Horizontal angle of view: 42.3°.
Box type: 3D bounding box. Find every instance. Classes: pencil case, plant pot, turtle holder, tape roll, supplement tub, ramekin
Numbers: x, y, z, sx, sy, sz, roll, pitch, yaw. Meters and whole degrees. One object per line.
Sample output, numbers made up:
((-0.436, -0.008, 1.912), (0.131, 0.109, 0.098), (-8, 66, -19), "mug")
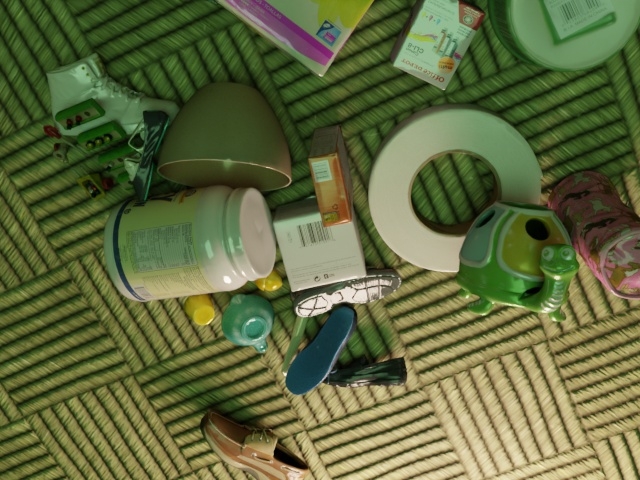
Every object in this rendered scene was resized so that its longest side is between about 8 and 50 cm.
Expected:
((0.603, -0.019, 1.723), (0.167, 0.386, 0.160), (-25, 110, 10), "pencil case")
((-0.197, -0.227, 1.763), (0.284, 0.284, 0.191), (3, 81, 1), "plant pot")
((0.407, 0.040, 1.722), (0.243, 0.320, 0.227), (10, 100, 15), "turtle holder")
((0.301, -0.116, 1.868), (0.392, 0.072, 0.392), (1, 112, 3), "tape roll")
((-0.285, 0.004, 1.827), (0.325, 0.235, 0.235), (-8, 112, 18), "supplement tub")
((0.500, -0.486, 1.666), (0.303, 0.148, 0.303), (1, 112, 2), "ramekin")

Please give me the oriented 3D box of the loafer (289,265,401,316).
((0.056, 0.102, 1.958), (0.267, 0.084, 0.096), (-14, 134, -10), "loafer")

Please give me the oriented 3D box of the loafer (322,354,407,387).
((0.105, 0.326, 2.061), (0.223, 0.076, 0.078), (-4, 76, 11), "loafer")

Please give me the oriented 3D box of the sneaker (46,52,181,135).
((-0.454, -0.323, 1.798), (0.292, 0.108, 0.169), (-2, 115, 5), "sneaker")

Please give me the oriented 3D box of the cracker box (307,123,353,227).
((0.024, -0.144, 1.781), (0.067, 0.232, 0.155), (-10, 111, 8), "cracker box")

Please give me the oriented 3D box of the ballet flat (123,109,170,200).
((-0.381, -0.185, 1.763), (0.074, 0.074, 0.203), (18, 106, -5), "ballet flat")

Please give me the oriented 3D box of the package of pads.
((-0.054, -0.509, 1.665), (0.296, 0.101, 0.229), (33, 96, -20), "package of pads")

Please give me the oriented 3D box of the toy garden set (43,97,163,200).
((-0.500, -0.183, 1.818), (0.204, 0.049, 0.244), (-14, 135, 29), "toy garden set")

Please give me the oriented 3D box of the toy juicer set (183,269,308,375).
((-0.150, 0.168, 2.005), (0.329, 0.089, 0.209), (35, 93, -28), "toy juicer set")

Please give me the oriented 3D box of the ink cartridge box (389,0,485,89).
((0.239, -0.425, 1.715), (0.128, 0.127, 0.176), (24, 112, -7), "ink cartridge box")

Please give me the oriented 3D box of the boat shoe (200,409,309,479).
((-0.164, 0.533, 2.134), (0.120, 0.122, 0.324), (-44, 112, 12), "boat shoe")

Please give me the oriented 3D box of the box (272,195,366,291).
((0.000, 0.000, 1.901), (0.181, 0.119, 0.182), (-12, 112, 7), "box")

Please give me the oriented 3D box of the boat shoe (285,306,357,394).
((0.017, 0.276, 2.019), (0.109, 0.089, 0.258), (45, 105, 14), "boat shoe")

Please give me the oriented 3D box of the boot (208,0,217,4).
((-0.164, -0.551, 1.719), (0.198, 0.077, 0.137), (7, 108, -15), "boot")
